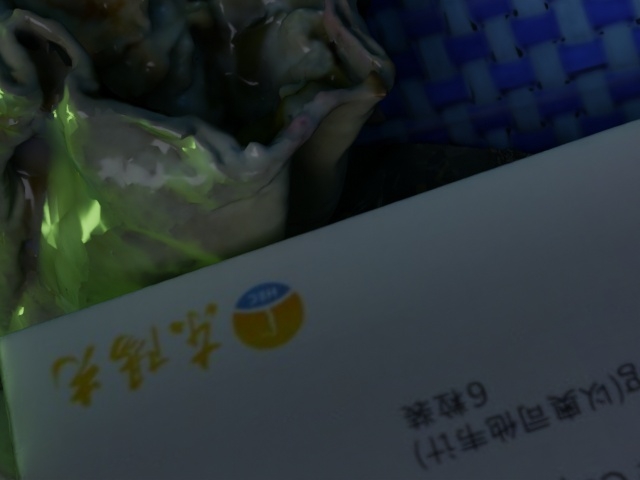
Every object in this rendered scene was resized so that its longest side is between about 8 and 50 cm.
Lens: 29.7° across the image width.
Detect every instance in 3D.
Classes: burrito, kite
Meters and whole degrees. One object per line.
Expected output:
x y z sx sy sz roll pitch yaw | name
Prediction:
-0.079 0.014 0.520 0.190 0.135 0.332 20 139 10 | burrito
0.001 -0.001 0.573 0.245 0.015 0.141 14 122 20 | kite

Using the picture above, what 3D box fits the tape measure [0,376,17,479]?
-0.156 0.204 0.694 0.271 0.133 0.231 37 117 -3 | tape measure

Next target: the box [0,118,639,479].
0.084 0.072 0.364 0.343 0.200 0.065 -19 149 1 | box
